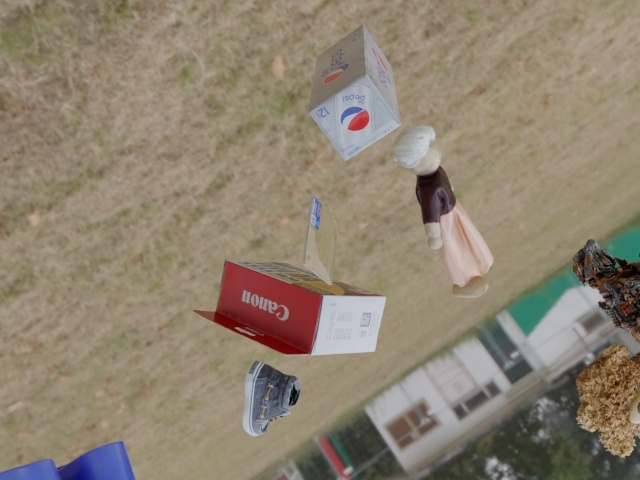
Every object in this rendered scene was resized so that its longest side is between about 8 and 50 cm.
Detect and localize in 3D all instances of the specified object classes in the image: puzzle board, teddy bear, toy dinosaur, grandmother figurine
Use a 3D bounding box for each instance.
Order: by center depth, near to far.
[{"bbox_3d":[0.568,0.107,1.214,0.164,0.322,0.218,-54,167,-32],"label":"toy dinosaur"},{"bbox_3d":[0.000,0.000,1.262,0.011,0.128,0.096,-8,152,29],"label":"puzzle board"},{"bbox_3d":[0.585,0.287,1.328,0.245,0.113,0.338,-40,138,6],"label":"teddy bear"},{"bbox_3d":[0.231,-0.067,1.401,0.104,0.342,0.207,-20,-154,16],"label":"grandmother figurine"}]

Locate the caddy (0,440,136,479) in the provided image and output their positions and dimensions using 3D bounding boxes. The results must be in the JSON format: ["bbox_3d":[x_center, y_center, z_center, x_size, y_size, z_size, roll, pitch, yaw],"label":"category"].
[{"bbox_3d":[-0.362,0.379,0.911,0.341,0.179,0.241,-26,164,28],"label":"caddy"}]

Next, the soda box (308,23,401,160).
[{"bbox_3d":[0.051,-0.229,1.107,0.098,0.091,0.286,-32,-157,18],"label":"soda box"}]

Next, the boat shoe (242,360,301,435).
[{"bbox_3d":[-0.082,0.282,1.246,0.183,0.083,0.065,93,21,-44],"label":"boat shoe"}]

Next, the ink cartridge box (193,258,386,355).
[{"bbox_3d":[-0.070,0.137,1.573,0.272,0.309,0.130,6,98,-48],"label":"ink cartridge box"}]
